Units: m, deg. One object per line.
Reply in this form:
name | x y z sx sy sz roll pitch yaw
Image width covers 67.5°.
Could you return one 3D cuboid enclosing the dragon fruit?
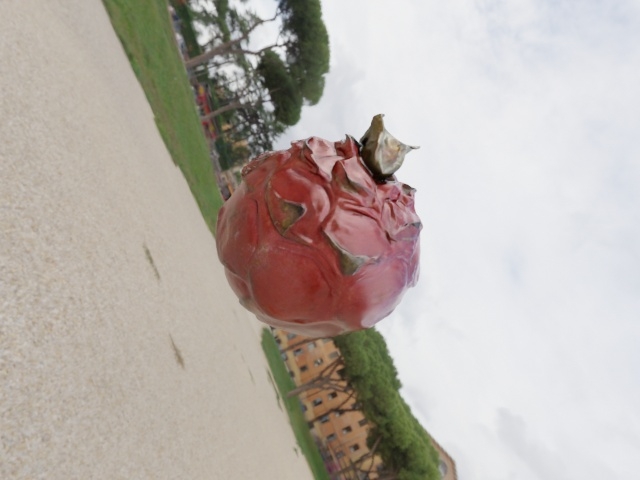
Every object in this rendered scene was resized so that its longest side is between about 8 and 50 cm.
dragon fruit | 0.000 0.000 0.414 0.209 0.172 0.172 -36 -107 47
